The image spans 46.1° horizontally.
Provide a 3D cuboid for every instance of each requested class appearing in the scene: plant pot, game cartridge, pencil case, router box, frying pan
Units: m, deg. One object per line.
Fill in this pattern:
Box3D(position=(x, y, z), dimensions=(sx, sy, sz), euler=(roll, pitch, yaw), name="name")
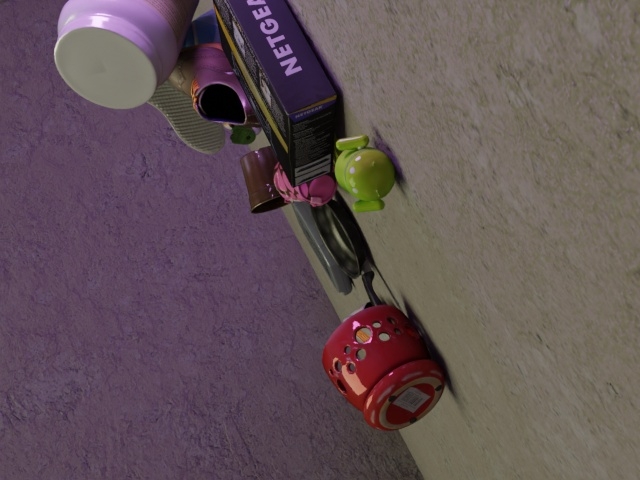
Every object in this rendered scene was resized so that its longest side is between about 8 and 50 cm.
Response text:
Box3D(position=(-0.160, -0.187, 2.279), dimensions=(0.167, 0.166, 0.165), euler=(94, 156, -81), name="plant pot")
Box3D(position=(0.000, 0.000, 2.163), dimensions=(0.294, 0.060, 0.196), euler=(59, 177, 37), name="game cartridge")
Box3D(position=(-0.031, -0.117, 1.500), dimensions=(0.209, 0.095, 0.098), euler=(-159, 83, -74), name="pencil case")
Box3D(position=(-0.077, -0.271, 1.188), dimensions=(0.243, 0.081, 0.309), euler=(92, 153, -70), name="router box")
Box3D(position=(0.070, 0.025, 1.545), dimensions=(0.326, 0.053, 0.197), euler=(48, 160, 42), name="frying pan")
Box3D(position=(0.121, 0.245, 1.399), dimensions=(0.174, 0.191, 0.191), euler=(55, 171, 43), name="plant pot")

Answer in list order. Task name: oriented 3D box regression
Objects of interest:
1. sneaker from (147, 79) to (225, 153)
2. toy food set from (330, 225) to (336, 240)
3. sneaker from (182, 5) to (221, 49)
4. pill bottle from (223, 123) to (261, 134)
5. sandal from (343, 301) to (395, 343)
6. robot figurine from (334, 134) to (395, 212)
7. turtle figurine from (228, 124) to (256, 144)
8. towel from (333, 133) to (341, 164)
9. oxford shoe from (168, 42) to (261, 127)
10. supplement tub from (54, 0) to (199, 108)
Box3D(position=(-0.334, -0.334, 1.813), dimensions=(0.282, 0.102, 0.161), euler=(45, -169, -16), name="sneaker")
Box3D(position=(0.032, -0.034, 1.778), dimensions=(0.192, 0.038, 0.132), euler=(-115, 8, -55), name="toy food set")
Box3D(position=(-0.232, -0.369, 1.689), dimensions=(0.319, 0.208, 0.127), euler=(61, 173, 23), name="sneaker")
Box3D(position=(-0.261, -0.413, 2.296), dimensions=(0.208, 0.117, 0.117), euler=(66, 174, -25), name="pill bottle")
Box3D(position=(0.130, 0.181, 1.678), dimensions=(0.102, 0.076, 0.265), euler=(47, 161, 0), name="sandal")
Box3D(position=(0.058, -0.088, 0.977), dimensions=(0.115, 0.067, 0.101), euler=(-133, 29, -72), name="robot figurine")
Box3D(position=(-0.243, -0.376, 1.856), dimensions=(0.266, 0.197, 0.275), euler=(55, 175, 40), name="turtle figurine")
Box3D(position=(-0.025, -0.237, 1.328), dimensions=(0.237, 0.021, 0.102), euler=(60, 174, 33), name="towel")
Box3D(position=(-0.217, -0.314, 1.516), dimensions=(0.363, 0.132, 0.130), euler=(24, 127, 39), name="oxford shoe")
Box3D(position=(-0.387, -0.449, 1.526), dimensions=(0.235, 0.235, 0.325), euler=(68, -156, -48), name="supplement tub")
